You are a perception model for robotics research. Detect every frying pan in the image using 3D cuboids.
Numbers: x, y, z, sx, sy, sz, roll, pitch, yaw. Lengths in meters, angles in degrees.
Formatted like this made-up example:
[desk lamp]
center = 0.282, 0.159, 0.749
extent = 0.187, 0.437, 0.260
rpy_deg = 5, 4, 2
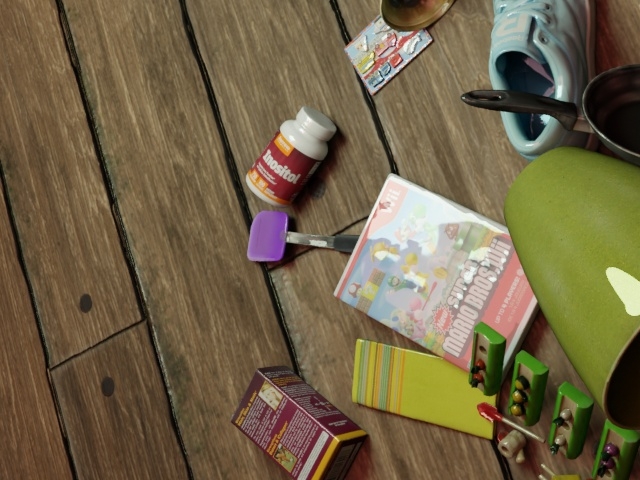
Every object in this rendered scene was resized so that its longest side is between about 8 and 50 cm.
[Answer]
[frying pan]
center = 0.350, -0.131, 1.158
extent = 0.053, 0.326, 0.197
rpy_deg = 89, 162, -45

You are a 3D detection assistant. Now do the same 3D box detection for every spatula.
[spatula]
center = 0.000, 0.000, 1.530
extent = 0.296, 0.030, 0.084
rpy_deg = 5, 85, 33

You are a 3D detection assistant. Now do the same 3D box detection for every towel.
[towel]
center = 0.150, 0.212, 1.423
extent = 0.237, 0.021, 0.102
rpy_deg = 9, 98, 35

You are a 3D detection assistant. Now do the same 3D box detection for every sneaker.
[sneaker]
center = 0.280, -0.272, 1.273
extent = 0.135, 0.150, 0.366
rpy_deg = -18, 77, 33

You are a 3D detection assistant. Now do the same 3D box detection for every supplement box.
[supplement box]
center = -0.035, 0.288, 1.511
extent = 0.188, 0.081, 0.104
rpy_deg = 36, 108, 31

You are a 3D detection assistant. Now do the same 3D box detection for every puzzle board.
[puzzle board]
center = 0.100, -0.298, 1.488
extent = 0.128, 0.011, 0.096
rpy_deg = -40, 66, 27

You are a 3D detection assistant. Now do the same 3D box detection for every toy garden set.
[toy garden set]
center = 0.274, 0.248, 1.247
extent = 0.244, 0.049, 0.204
rpy_deg = 36, 146, 34

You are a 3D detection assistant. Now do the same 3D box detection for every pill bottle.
[pill bottle]
center = -0.044, -0.132, 1.536
extent = 0.086, 0.086, 0.152
rpy_deg = 48, 114, 27

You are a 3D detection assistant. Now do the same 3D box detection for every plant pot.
[plant pot]
center = 0.357, 0.023, 1.162
extent = 0.275, 0.275, 0.293
rpy_deg = -55, 45, 20

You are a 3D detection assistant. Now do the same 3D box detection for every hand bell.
[hand bell]
center = 0.095, -0.434, 1.459
extent = 0.126, 0.126, 0.242
rpy_deg = -47, 51, 24

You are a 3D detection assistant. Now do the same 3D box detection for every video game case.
[video game case]
center = 0.174, 0.051, 1.387
extent = 0.285, 0.025, 0.204
rpy_deg = 28, 98, 30
